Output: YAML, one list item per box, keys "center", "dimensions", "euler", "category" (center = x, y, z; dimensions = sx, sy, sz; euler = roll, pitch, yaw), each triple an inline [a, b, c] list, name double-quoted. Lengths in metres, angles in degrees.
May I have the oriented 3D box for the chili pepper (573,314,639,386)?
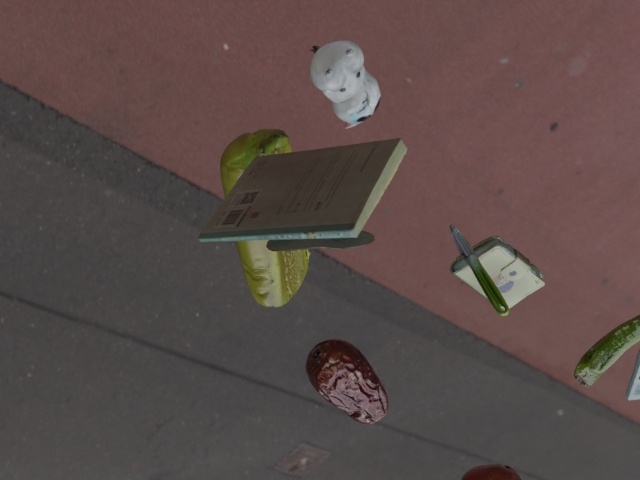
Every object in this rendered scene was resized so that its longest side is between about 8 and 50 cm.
- center: [0.517, 0.192, 1.297]
  dimensions: [0.050, 0.052, 0.201]
  euler: [-9, 144, -52]
  category: "chili pepper"

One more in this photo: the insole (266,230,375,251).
- center: [0.000, 0.000, 1.267]
  dimensions: [0.189, 0.064, 0.004]
  euler: [-5, 122, -3]
  category: "insole"

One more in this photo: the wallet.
- center: [0.325, 0.058, 1.337]
  dimensions: [0.155, 0.039, 0.110]
  euler: [34, 122, -31]
  category: "wallet"

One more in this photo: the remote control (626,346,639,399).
- center: [0.612, 0.229, 1.362]
  dimensions: [0.061, 0.029, 0.162]
  euler: [-2, 123, -7]
  category: "remote control"

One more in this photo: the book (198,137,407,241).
- center: [-0.030, -0.074, 1.114]
  dimensions: [0.283, 0.214, 0.025]
  euler: [0, 133, 34]
  category: "book"

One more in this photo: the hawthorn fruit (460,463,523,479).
- center: [0.386, 0.590, 1.705]
  dimensions: [0.172, 0.148, 0.148]
  euler: [-3, 152, 41]
  category: "hawthorn fruit"

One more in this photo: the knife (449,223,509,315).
- center: [0.243, 0.044, 1.133]
  dimensions: [0.022, 0.184, 0.026]
  euler: [-35, 141, 13]
  category: "knife"

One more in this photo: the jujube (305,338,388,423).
- center: [0.037, 0.180, 0.922]
  dimensions: [0.077, 0.077, 0.129]
  euler: [-35, 112, 9]
  category: "jujube"

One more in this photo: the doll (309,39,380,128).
- center: [0.054, -0.302, 1.427]
  dimensions: [0.110, 0.107, 0.180]
  euler: [-43, 130, -3]
  category: "doll"

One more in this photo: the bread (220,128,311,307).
- center: [-0.113, -0.042, 1.451]
  dimensions: [0.112, 0.166, 0.383]
  euler: [12, 131, 26]
  category: "bread"
